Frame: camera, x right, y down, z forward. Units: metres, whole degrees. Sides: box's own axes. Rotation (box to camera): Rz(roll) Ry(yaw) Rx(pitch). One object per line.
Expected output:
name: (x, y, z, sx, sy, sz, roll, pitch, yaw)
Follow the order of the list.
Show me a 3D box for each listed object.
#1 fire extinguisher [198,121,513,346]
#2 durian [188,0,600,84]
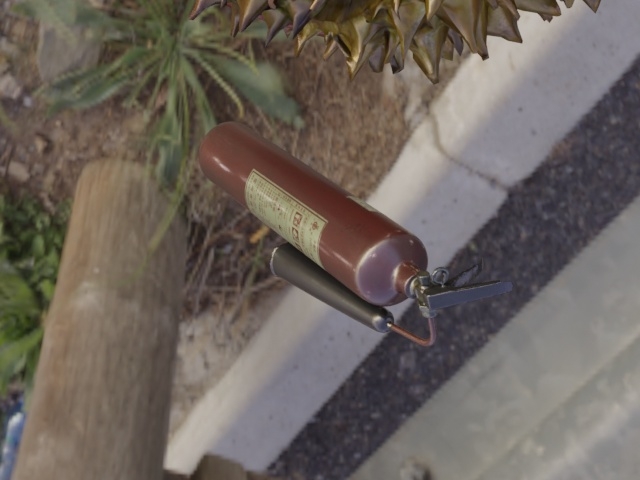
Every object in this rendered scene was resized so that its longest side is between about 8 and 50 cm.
fire extinguisher: (0.000, 0.000, 0.459, 0.035, 0.173, 0.049, 18, 100, -35)
durian: (0.020, -0.244, 0.489, 0.347, 0.384, 0.347, -17, 157, -7)
